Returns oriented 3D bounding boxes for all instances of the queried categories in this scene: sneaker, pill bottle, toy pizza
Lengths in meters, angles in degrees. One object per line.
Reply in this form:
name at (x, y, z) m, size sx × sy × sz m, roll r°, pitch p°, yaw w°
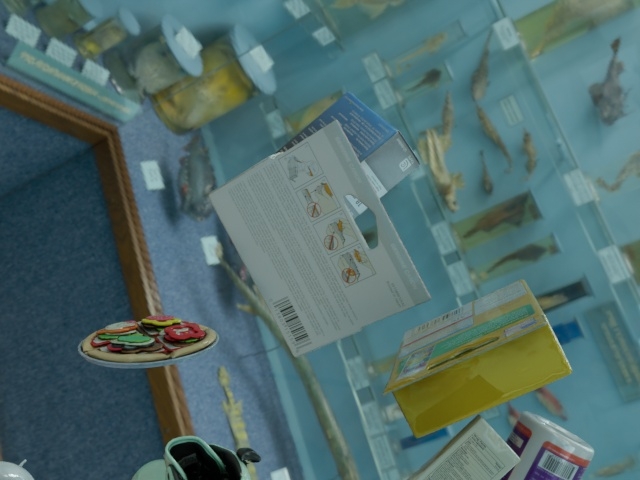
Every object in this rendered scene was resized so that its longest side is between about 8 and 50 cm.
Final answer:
sneaker at (-0.134, 0.247, 0.731) m, size 0.094 × 0.256 × 0.151 m, roll -26°, pitch 113°, yaw -34°
pill bottle at (0.283, 0.344, 0.971) m, size 0.108 × 0.193 × 0.108 m, roll 28°, pitch 2°, yaw -1°
toy pizza at (-0.251, 0.140, 1.037) m, size 0.201 × 0.202 × 0.032 m, roll -31°, pitch 122°, yaw -71°

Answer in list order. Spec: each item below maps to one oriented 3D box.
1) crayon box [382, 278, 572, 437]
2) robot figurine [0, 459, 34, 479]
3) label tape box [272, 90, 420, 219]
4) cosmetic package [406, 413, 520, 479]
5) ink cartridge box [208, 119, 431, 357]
crayon box at (0.203, 0.150, 0.925) m, size 0.083 × 0.203 × 0.323 m, roll 64°, pitch 13°, yaw 1°
robot figurine at (-0.796, 0.688, 1.692) m, size 0.300 × 0.200 × 0.353 m, roll 37°, pitch 36°, yaw -42°
label tape box at (0.001, -0.130, 1.447) m, size 0.106 × 0.334 × 0.240 m, roll 49°, pitch 3°, yaw -37°
cosmetic package at (0.147, 0.245, 0.746) m, size 0.060 × 0.115 × 0.041 m, roll 49°, pitch 1°, yaw 10°
ink cartridge box at (0.000, 0.000, 0.994) m, size 0.275 × 0.239 × 0.060 m, roll 62°, pitch 28°, yaw -2°
